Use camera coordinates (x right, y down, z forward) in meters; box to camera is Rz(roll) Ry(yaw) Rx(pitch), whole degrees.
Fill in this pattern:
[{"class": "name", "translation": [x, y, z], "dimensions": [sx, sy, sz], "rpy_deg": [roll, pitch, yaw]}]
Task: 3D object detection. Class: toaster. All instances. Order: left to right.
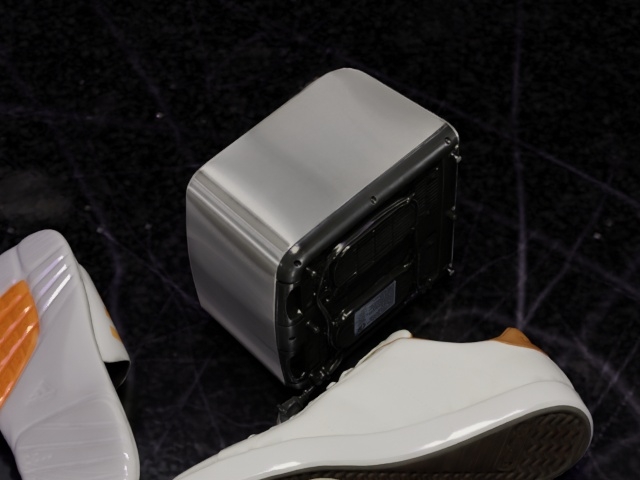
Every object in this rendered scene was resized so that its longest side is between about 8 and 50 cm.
[{"class": "toaster", "translation": [0.000, 0.000, 1.238], "dimensions": [0.185, 0.168, 0.110], "rpy_deg": [-39, 61, -23]}]

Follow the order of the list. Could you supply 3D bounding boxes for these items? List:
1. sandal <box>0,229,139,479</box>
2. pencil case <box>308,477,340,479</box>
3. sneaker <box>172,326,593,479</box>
[{"class": "sandal", "translation": [-0.172, 0.106, 1.223], "dimensions": [0.102, 0.076, 0.265], "rpy_deg": [-34, 47, 7]}, {"class": "pencil case", "translation": [0.065, 0.314, 0.987], "dimensions": [0.183, 0.160, 0.410], "rpy_deg": [-15, 43, -34]}, {"class": "sneaker", "translation": [0.024, 0.133, 1.200], "dimensions": [0.290, 0.106, 0.123], "rpy_deg": [-14, 40, -12]}]
